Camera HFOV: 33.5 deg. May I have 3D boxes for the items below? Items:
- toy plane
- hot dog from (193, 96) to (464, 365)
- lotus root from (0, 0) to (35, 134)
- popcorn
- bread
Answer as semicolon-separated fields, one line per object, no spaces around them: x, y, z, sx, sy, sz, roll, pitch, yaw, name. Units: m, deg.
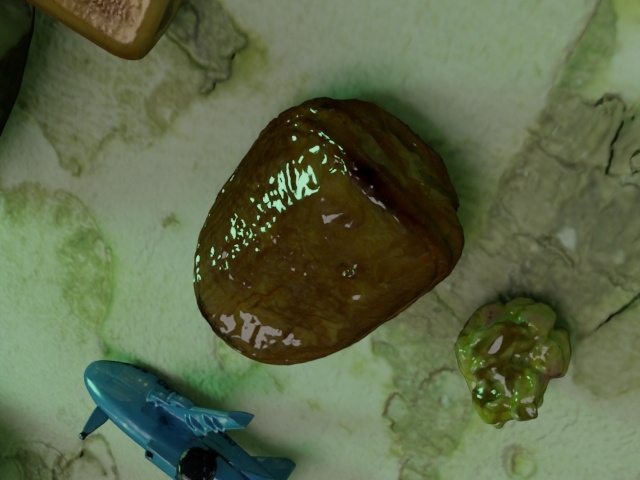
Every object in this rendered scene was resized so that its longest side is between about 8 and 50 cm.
-0.148;0.220;1.152;0.271;0.105;0.254;27;146;5;toy plane
0.000;0.000;0.891;0.196;0.122;0.272;42;137;-1;hot dog
-0.416;-0.127;0.968;0.250;0.250;0.346;44;137;-6;lotus root
0.158;0.104;0.903;0.096;0.089;0.109;28;136;24;popcorn
-0.221;-0.240;0.869;0.239;0.074;0.093;32;116;6;bread
